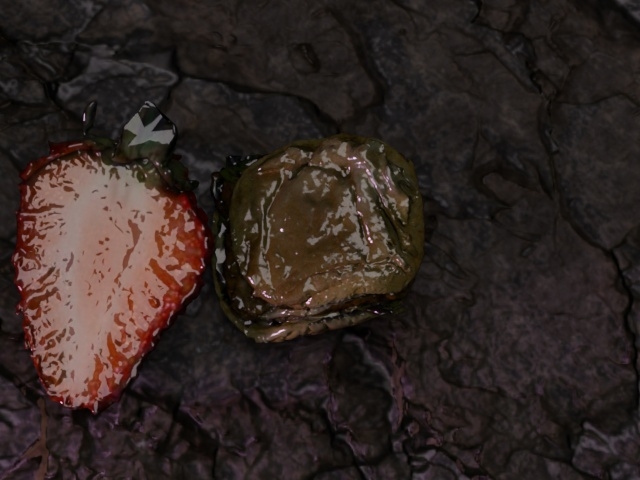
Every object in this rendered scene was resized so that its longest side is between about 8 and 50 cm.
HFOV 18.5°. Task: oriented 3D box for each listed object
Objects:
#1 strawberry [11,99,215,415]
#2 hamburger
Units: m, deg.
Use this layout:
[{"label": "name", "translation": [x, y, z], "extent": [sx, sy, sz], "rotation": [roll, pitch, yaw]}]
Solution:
[{"label": "strawberry", "translation": [-0.194, 0.014, 1.814], "extent": [0.188, 0.106, 0.286], "rotation": [14, 87, -1]}, {"label": "hamburger", "translation": [0.000, 0.000, 1.847], "extent": [0.206, 0.130, 0.183], "rotation": [-10, 76, 8]}]
